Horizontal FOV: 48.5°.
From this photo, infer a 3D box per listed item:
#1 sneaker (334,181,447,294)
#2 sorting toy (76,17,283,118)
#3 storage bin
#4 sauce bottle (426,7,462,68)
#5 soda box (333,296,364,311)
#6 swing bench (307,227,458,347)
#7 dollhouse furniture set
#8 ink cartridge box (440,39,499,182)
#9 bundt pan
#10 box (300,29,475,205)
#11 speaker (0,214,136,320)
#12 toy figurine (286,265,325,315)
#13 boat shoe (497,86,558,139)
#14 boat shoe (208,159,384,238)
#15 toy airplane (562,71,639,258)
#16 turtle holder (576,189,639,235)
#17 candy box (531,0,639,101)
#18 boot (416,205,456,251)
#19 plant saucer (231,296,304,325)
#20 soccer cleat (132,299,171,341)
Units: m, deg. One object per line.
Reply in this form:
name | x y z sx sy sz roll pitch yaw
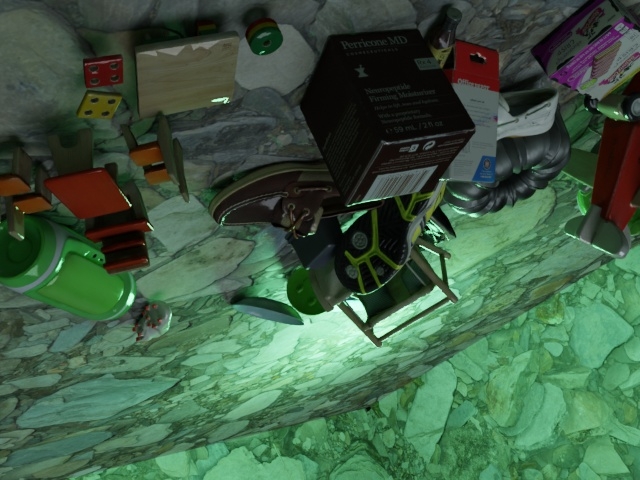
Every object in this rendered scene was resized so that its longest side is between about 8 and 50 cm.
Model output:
sneaker | 0.166 -0.040 1.480 0.147 0.145 0.384 -19 147 -57
sorting toy | -0.190 -0.228 0.938 0.275 0.046 0.132 -16 157 -19
storage bin | 0.000 0.000 1.573 0.098 0.091 0.135 -4 151 -40
sauce bottle | 0.190 -0.312 1.124 0.042 0.042 0.128 -16 158 -18
soda box | 0.066 0.154 2.004 0.210 0.071 0.067 5 144 -49
swing bench | 0.142 0.083 1.676 0.255 0.165 0.253 37 123 -27
dollhouse furniture set | -0.321 -0.050 1.043 0.262 0.135 0.259 -13 164 -3
ink cartridge box | 0.241 -0.218 1.237 0.134 0.231 0.078 -1 -176 -42
bundt pan | 0.403 -0.164 1.557 0.331 0.124 0.331 -19 156 -9
box | 0.096 -0.189 1.096 0.169 0.203 0.167 -13 155 -25
speaker | -0.437 0.055 1.228 0.131 0.131 0.296 -26 157 5
toy figurine | -0.018 0.127 1.858 0.173 0.130 0.159 -43 177 -16
boat shoe | 0.324 -0.244 1.352 0.277 0.098 0.096 -16 143 -14
boat shoe | -0.036 -0.069 1.340 0.342 0.123 0.123 -13 155 -25
toy airplane | 0.699 -0.139 1.553 0.273 0.386 0.384 0 151 -20
turtle holder | 0.824 -0.163 1.882 0.320 0.243 0.227 -68 166 4
candy box | 0.519 -0.351 1.316 0.233 0.071 0.159 2 146 -47
boot | 0.229 -0.018 1.767 0.179 0.085 0.236 -27 156 16
plant saucer | -0.130 0.177 1.831 0.195 0.037 0.195 13 165 4
soccer cleat | -0.379 0.184 1.659 0.076 0.068 0.196 -13 163 -36
